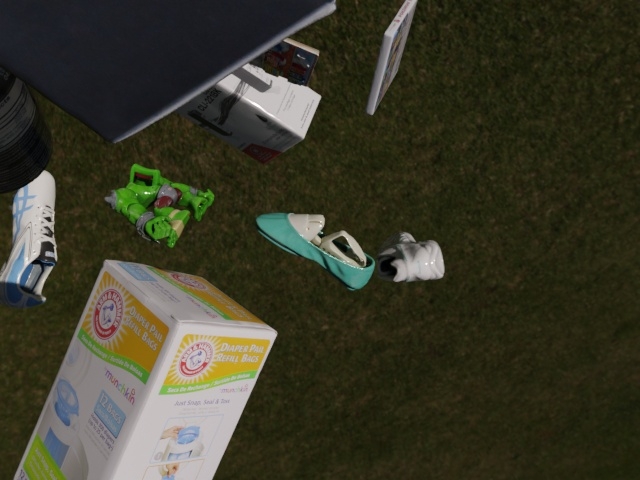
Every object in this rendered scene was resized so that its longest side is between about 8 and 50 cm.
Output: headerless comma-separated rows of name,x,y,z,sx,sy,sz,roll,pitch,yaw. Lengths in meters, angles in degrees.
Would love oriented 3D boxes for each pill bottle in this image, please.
pill bottle,-0.359,-0.150,0.564,0.130,0.130,0.245,-9,164,-17

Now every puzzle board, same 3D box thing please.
puzzle board,-0.055,-0.213,0.659,0.096,0.128,0.011,20,87,-7

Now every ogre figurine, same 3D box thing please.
ogre figurine,-0.257,-0.063,0.910,0.118,0.197,0.097,26,134,3

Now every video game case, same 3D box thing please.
video game case,0.153,-0.403,1.233,0.023,0.183,0.201,23,142,7

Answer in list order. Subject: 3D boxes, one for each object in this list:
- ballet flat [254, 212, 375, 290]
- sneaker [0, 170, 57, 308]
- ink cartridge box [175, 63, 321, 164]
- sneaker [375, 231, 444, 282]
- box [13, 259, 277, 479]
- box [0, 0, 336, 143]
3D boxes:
ballet flat,0.000,0.000,1.043,0.247,0.083,0.087,33,115,-19
sneaker,-0.475,-0.003,0.952,0.086,0.237,0.085,4,168,9
ink cartridge box,-0.170,-0.293,1.162,0.273,0.114,0.197,30,157,-23
sneaker,0.089,0.021,0.669,0.061,0.152,0.053,-12,94,-11
box,-0.140,0.132,0.454,0.103,0.114,0.203,18,99,-52
box,-0.179,-0.310,0.321,0.212,0.293,0.395,-22,138,30
